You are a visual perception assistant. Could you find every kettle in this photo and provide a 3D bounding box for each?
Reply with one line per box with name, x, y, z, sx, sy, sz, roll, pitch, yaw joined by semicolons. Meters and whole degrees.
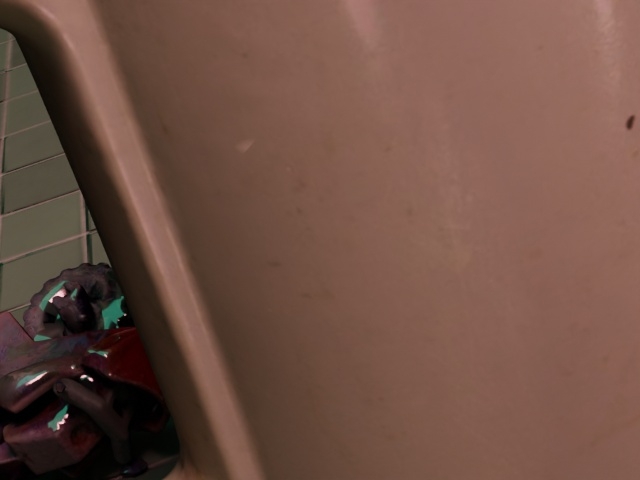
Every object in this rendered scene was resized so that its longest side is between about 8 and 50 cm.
kettle;0.000;0.000;0.508;0.361;0.377;0.250;-28;34;-13

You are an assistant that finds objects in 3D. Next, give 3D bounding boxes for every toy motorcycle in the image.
toy motorcycle;-0.153;0.104;0.719;0.122;0.082;0.213;21;62;44
